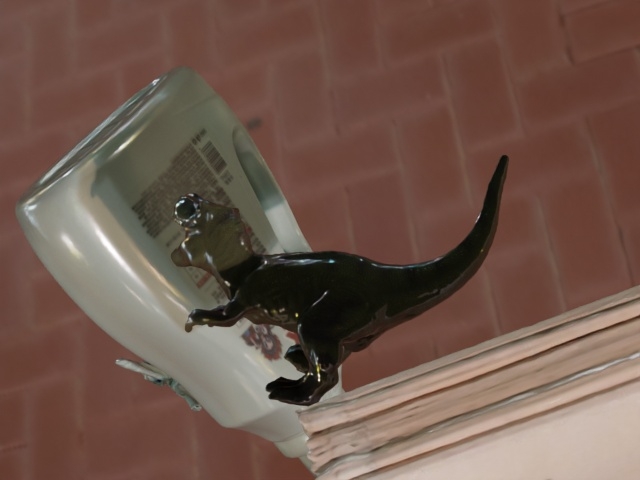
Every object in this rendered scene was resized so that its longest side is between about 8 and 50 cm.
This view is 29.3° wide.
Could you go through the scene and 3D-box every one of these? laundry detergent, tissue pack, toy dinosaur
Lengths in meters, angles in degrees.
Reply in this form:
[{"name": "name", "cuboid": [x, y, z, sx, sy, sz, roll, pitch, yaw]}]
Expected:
[{"name": "laundry detergent", "cuboid": [-0.082, 0.051, 1.163, 0.125, 0.398, 0.264, -23, 21, 39]}, {"name": "tissue pack", "cuboid": [0.170, 0.089, 0.591, 0.325, 0.170, 0.071, -21, 48, 7]}, {"name": "toy dinosaur", "cuboid": [0.000, 0.000, 0.731, 0.187, 0.087, 0.179, 26, 105, 1]}]

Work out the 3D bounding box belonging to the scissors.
[{"name": "scissors", "cuboid": [-0.173, 0.157, 1.432, 0.256, 0.383, 0.029, 33, 87, 2]}]
